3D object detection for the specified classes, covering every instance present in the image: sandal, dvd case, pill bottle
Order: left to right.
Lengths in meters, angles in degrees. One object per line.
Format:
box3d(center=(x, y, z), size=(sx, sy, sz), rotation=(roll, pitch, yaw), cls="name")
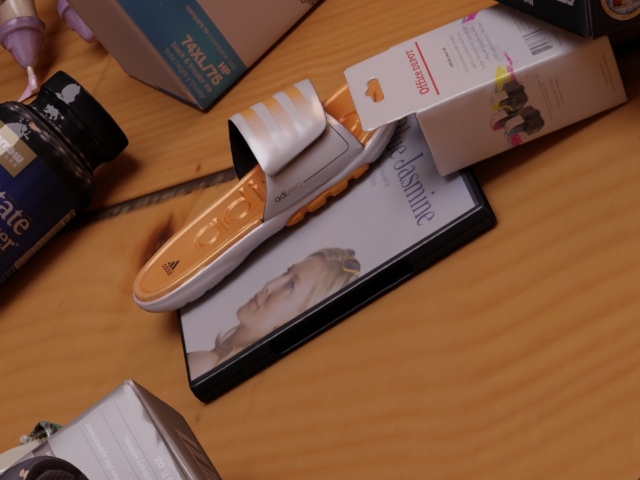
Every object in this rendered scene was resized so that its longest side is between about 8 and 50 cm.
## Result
box3d(center=(-0.284, -0.047, 1.440), size=(0.219, 0.123, 0.123), rotation=(-45, 32, -10), cls="pill bottle")
box3d(center=(-0.051, -0.051, 1.214), size=(0.265, 0.076, 0.102), rotation=(-41, 32, -5), cls="sandal")
box3d(center=(0.000, 0.000, 1.193), size=(0.253, 0.022, 0.180), rotation=(-32, 32, 10), cls="dvd case")

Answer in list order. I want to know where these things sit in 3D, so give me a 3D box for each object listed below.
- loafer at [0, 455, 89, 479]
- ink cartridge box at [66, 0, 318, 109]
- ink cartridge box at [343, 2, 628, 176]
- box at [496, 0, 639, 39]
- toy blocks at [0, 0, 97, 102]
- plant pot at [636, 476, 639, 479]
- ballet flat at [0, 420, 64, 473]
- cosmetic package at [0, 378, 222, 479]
box3d(center=(-0.157, 0.273, 0.863), size=(0.095, 0.109, 0.302), rotation=(-22, 63, 27), cls="loafer")
box3d(center=(-0.110, -0.300, 1.516), size=(0.270, 0.197, 0.198), rotation=(-45, 32, -10), cls="ink cartridge box")
box3d(center=(0.116, -0.113, 1.154), size=(0.181, 0.061, 0.104), rotation=(-22, 33, 5), cls="ink cartridge box")
box3d(center=(0.210, -0.235, 1.170), size=(0.216, 0.060, 0.270), rotation=(-20, 28, -19), cls="box")
box3d(center=(-0.254, -0.325, 1.724), size=(0.288, 0.309, 0.260), rotation=(-34, 63, 29), cls="toy blocks")
box3d(center=(0.154, 0.204, 0.591), size=(0.276, 0.276, 0.254), rotation=(0, 37, 45), cls="plant pot")
box3d(center=(-0.244, 0.202, 1.142), size=(0.188, 0.070, 0.070), rotation=(-46, 33, -12), cls="ballet flat")
box3d(center=(-0.166, 0.211, 0.982), size=(0.238, 0.107, 0.127), rotation=(-37, 63, -1), cls="cosmetic package")
